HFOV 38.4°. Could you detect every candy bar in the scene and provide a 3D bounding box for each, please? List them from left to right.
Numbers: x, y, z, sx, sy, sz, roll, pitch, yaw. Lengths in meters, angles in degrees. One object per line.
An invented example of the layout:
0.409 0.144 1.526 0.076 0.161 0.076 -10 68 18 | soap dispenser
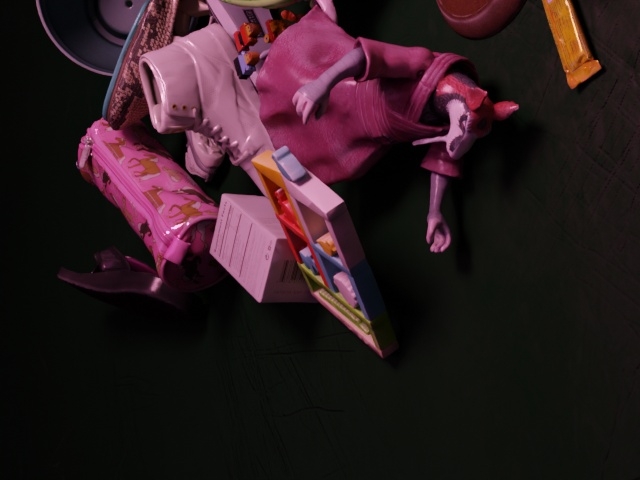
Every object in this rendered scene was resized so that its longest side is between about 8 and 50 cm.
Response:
0.258 -0.240 0.974 0.040 0.018 0.162 -34 59 46 | candy bar

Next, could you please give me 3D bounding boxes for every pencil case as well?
-0.288 -0.072 1.608 0.386 0.167 0.160 45 142 37 | pencil case

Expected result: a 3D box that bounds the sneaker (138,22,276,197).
-0.165 -0.168 1.390 0.293 0.169 0.108 61 149 -1 | sneaker

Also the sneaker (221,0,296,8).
0.008 -0.464 1.169 0.482 0.202 0.185 -27 23 44 | sneaker

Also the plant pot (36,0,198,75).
-0.370 -0.454 1.734 0.196 0.293 0.293 -128 45 -80 | plant pot

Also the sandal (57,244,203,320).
-0.360 0.078 1.785 0.445 0.167 0.107 3 64 49 | sandal

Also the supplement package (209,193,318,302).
-0.076 0.010 1.375 0.179 0.105 0.105 39 120 51 | supplement package

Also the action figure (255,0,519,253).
0.094 -0.163 1.126 0.370 0.248 0.276 3 49 45 | action figure

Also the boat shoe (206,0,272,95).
-0.129 -0.343 1.483 0.306 0.113 0.105 62 144 15 | boat shoe

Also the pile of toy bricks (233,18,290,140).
-0.042 -0.246 1.333 0.105 0.118 0.212 -33 69 48 | pile of toy bricks

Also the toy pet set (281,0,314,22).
-0.033 -0.403 1.407 0.114 0.065 0.122 25 116 17 | toy pet set

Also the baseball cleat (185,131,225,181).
-0.228 -0.196 1.653 0.109 0.072 0.206 -60 38 44 | baseball cleat

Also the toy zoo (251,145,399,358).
0.000 0.000 1.175 0.192 0.030 0.293 37 156 51 | toy zoo

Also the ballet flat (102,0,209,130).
-0.233 -0.406 1.572 0.164 0.182 0.483 -70 -5 -86 | ballet flat

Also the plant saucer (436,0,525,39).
0.186 -0.324 1.080 0.168 0.029 0.169 -8 80 55 | plant saucer
